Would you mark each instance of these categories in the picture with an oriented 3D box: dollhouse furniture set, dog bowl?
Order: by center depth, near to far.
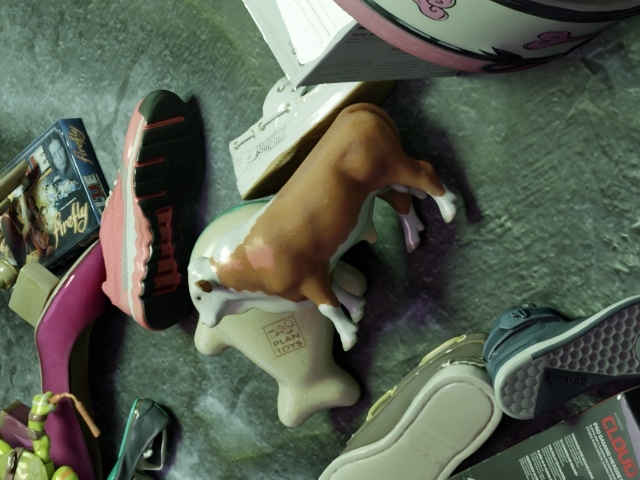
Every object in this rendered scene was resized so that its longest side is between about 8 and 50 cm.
[{"bbox_3d":[0.137,-0.330,1.321,0.408,0.408,0.150,62,143,15],"label":"dog bowl"},{"bbox_3d":[-0.406,0.005,2.020,0.151,0.123,0.144,38,145,3],"label":"dollhouse furniture set"}]

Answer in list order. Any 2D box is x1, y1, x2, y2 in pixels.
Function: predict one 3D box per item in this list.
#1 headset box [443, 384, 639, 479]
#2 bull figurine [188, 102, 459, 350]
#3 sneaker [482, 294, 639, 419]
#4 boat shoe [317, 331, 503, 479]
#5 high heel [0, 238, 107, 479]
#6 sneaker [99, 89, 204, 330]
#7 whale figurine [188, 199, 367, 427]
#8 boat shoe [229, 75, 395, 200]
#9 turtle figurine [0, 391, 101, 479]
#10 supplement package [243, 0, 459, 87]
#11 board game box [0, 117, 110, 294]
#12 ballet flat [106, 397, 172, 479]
[{"bbox_3d":[0.290,0.281,1.455,0.293,0.110,0.218,-34,74,40],"label":"headset box"},{"bbox_3d":[0.000,0.000,1.586,0.188,0.101,0.310,39,91,-8],"label":"bull figurine"},{"bbox_3d":[0.271,0.095,1.462,0.226,0.163,0.086,-19,101,2],"label":"sneaker"},{"bbox_3d":[0.099,0.223,1.627,0.117,0.096,0.324,33,127,-8],"label":"boat shoe"},{"bbox_3d":[-0.317,0.184,2.016,0.181,0.127,0.377,28,114,4],"label":"high heel"},{"bbox_3d":[-0.240,-0.043,1.874,0.136,0.116,0.313,17,108,40],"label":"sneaker"},{"bbox_3d":[-0.047,0.081,1.722,0.216,0.141,0.272,-24,104,5],"label":"whale figurine"},{"bbox_3d":[-0.024,-0.149,1.674,0.277,0.098,0.096,-38,73,40],"label":"boat shoe"},{"bbox_3d":[-0.411,0.325,1.977,0.217,0.087,0.269,10,110,23],"label":"turtle figurine"},{"bbox_3d":[0.052,-0.282,1.473,0.145,0.262,0.204,-43,69,37],"label":"supplement package"},{"bbox_3d":[-0.393,-0.045,2.058,0.243,0.042,0.165,-34,74,40],"label":"board game box"},{"bbox_3d":[-0.252,0.309,1.977,0.074,0.074,0.203,37,115,32],"label":"ballet flat"}]
